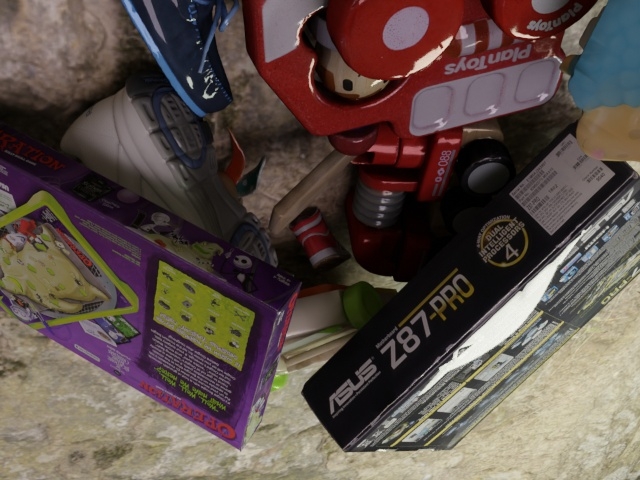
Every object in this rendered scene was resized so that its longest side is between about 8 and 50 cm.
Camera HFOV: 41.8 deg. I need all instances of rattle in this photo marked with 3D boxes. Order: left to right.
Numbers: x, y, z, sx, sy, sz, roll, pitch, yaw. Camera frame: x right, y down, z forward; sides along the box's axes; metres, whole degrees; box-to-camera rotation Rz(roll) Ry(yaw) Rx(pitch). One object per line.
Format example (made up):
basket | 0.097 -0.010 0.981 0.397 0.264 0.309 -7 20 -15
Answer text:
rattle | -0.087 -0.019 0.905 0.142 0.130 0.200 7 105 -49

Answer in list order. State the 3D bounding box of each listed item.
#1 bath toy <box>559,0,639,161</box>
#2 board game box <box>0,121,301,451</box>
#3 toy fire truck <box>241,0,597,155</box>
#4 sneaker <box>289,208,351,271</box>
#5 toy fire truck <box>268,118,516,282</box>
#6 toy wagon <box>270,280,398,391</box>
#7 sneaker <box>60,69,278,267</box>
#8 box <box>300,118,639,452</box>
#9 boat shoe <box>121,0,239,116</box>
bath toy | 0.301 -0.169 0.725 0.348 0.129 0.151 -45 162 -53
board game box | -0.193 0.036 0.752 0.346 0.056 0.208 28 130 11
toy fire truck | 0.087 -0.179 0.715 0.302 0.169 0.254 -17 143 -12
sneaker | 0.000 0.000 0.991 0.042 0.067 0.118 -31 170 6
toy fire truck | 0.061 -0.043 0.896 0.246 0.159 0.217 1 137 -10
toy wagon | -0.035 0.114 0.985 0.267 0.068 0.344 -27 160 31
sneaker | -0.135 -0.007 0.796 0.129 0.111 0.297 -18 102 27
box | 0.206 0.079 0.941 0.395 0.097 0.318 -47 149 13
boat shoe | -0.112 -0.203 0.653 0.089 0.109 0.258 -26 143 -1
